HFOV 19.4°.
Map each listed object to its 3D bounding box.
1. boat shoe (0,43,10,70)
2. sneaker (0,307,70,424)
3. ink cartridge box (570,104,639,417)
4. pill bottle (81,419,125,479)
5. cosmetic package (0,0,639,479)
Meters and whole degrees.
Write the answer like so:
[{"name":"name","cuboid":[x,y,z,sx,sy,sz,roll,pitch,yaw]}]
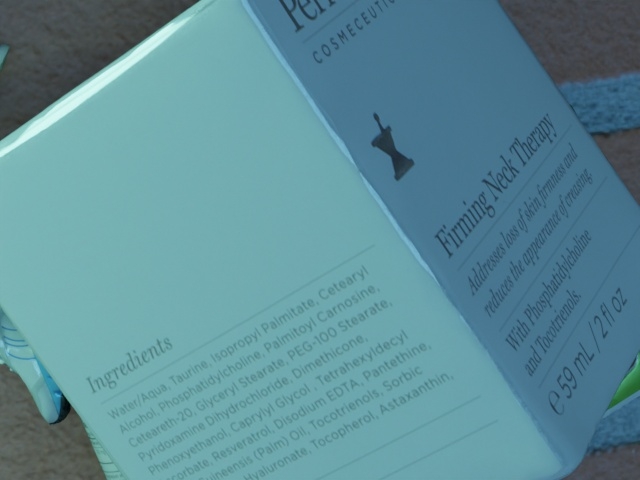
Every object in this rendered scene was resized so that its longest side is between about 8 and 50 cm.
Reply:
[{"name":"boat shoe","cuboid":[-0.344,-0.085,1.515,0.079,0.084,0.233,43,85,-11]},{"name":"sneaker","cuboid":[-0.271,0.071,1.550,0.083,0.071,0.190,-26,90,-3]},{"name":"ink cartridge box","cuboid":[0.183,0.036,1.633,0.189,0.097,0.255,-30,99,-11]},{"name":"pill bottle","cuboid":[-0.134,0.131,1.543,0.131,0.131,0.229,-23,96,-11]},{"name":"cosmetic package","cuboid":[0.000,0.000,1.394,0.327,0.329,0.393,-30,99,33]}]
